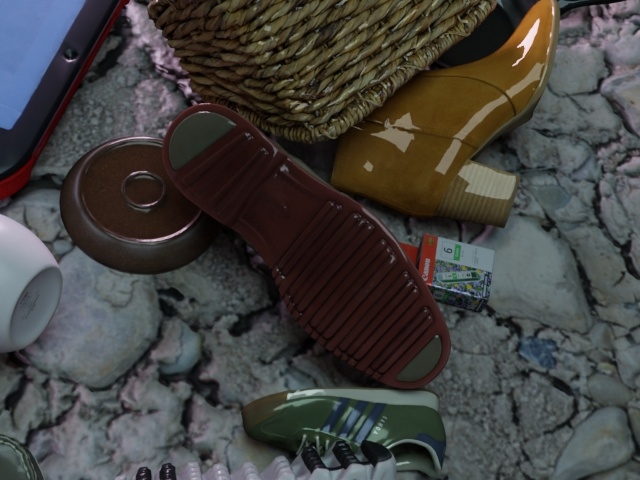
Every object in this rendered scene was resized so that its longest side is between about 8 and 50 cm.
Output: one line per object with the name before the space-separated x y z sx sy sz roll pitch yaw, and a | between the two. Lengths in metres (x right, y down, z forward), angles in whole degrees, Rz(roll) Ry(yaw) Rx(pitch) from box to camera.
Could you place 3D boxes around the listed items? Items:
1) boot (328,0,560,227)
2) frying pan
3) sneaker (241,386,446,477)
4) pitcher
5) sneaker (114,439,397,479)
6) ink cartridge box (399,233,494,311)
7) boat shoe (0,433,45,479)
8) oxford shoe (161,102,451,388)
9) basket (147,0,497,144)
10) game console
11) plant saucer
boot | 0.131 -0.164 1.315 0.211 0.104 0.295 17 70 3
frying pan | 0.224 -0.296 1.464 0.326 0.053 0.197 -31 71 -27
sneaker | 0.028 0.185 1.114 0.192 0.064 0.086 0 53 -15
pitcher | -0.356 0.044 1.104 0.207 0.125 0.178 22 77 15
sneaker | -0.076 0.248 1.035 0.292 0.110 0.118 -6 97 -2
ink cartridge box | 0.119 0.029 1.253 0.115 0.029 0.063 14 57 -3
boat shoe | -0.266 0.290 0.972 0.109 0.091 0.305 3 58 -10
oxford shoe | 0.000 0.000 1.185 0.123 0.130 0.348 -44 79 7
basket | -0.007 -0.245 1.315 0.299 0.213 0.223 -42 103 -27
game console | -0.409 -0.231 1.290 0.342 0.060 0.387 20 56 1
plant saucer | -0.180 -0.045 1.239 0.168 0.029 0.168 6 58 -9
